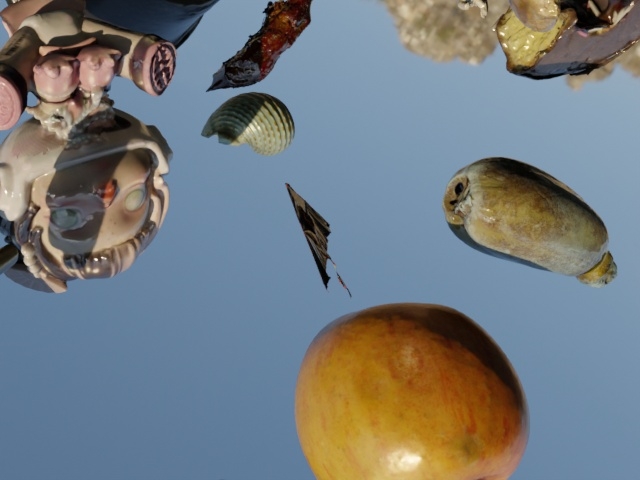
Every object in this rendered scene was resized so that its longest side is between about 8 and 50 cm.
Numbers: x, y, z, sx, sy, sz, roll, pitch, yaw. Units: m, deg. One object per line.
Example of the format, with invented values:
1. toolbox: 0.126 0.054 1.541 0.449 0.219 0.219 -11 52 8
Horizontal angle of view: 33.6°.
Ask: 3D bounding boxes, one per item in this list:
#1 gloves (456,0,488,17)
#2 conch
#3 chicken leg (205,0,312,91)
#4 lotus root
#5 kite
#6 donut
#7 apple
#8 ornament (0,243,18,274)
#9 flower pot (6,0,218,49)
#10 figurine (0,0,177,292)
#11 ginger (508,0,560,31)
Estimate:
1. gloves: 0.208 -0.330 1.469 0.044 0.037 0.081 -21 -144 -17
2. conch: -0.118 -0.197 1.763 0.153 0.102 0.135 12 177 -36
3. chicken leg: -0.086 -0.315 1.671 0.063 0.234 0.105 43 169 -26
4. lotus root: 0.321 -0.025 1.526 0.322 0.140 0.158 19 179 -29
5. kite: 0.000 0.000 1.214 0.159 0.010 0.190 61 -167 -21
6. donut: 0.457 -0.404 1.690 0.259 0.345 0.136 -11 -117 -35
7. apple: 0.114 0.213 1.375 0.299 0.299 0.275 7 -123 -34
8. ornament: -0.403 0.129 1.066 0.061 0.230 0.245 20 -162 7
9. flower pot: -0.250 -0.423 1.509 0.379 0.379 0.251 2 -174 -40
10. figurine: -0.306 -0.118 1.367 0.253 0.361 0.211 -8 -145 -13
11. ginger: 0.146 -0.299 0.842 0.081 0.334 0.148 -36 -140 -17
